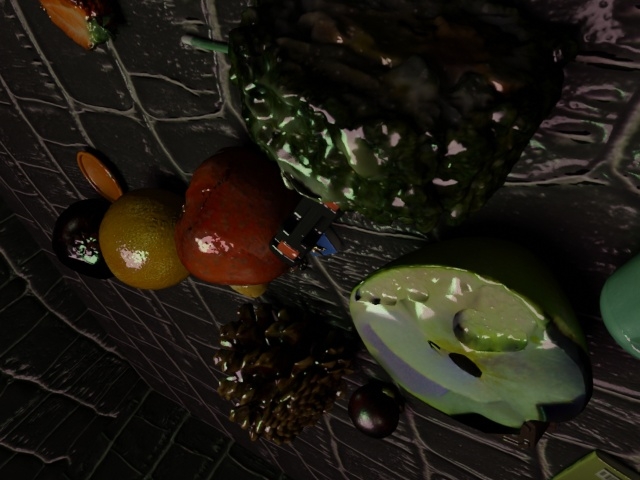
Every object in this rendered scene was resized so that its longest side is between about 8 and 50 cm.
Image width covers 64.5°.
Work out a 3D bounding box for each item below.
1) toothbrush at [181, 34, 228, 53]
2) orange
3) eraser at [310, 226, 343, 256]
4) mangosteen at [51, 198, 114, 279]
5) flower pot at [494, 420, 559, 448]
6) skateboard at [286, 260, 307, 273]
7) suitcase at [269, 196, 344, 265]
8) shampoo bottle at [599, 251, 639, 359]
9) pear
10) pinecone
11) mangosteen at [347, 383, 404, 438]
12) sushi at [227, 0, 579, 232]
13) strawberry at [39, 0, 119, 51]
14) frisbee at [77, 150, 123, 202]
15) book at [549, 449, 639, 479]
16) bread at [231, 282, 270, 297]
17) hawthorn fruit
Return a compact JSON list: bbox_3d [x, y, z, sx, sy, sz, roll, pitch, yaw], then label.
[{"bbox_3d":[-0.148,-0.330,0.880,0.257,0.018,0.024,22,149,26],"label":"toothbrush"},{"bbox_3d":[-0.429,-0.006,1.318,0.274,0.274,0.274,27,144,22],"label":"orange"},{"bbox_3d":[0.000,0.000,1.093,0.084,0.027,0.063,-13,120,51],"label":"eraser"},{"bbox_3d":[-0.724,0.002,1.659,0.287,0.233,0.288,8,156,4],"label":"mangosteen"},{"bbox_3d":[0.359,0.345,1.064,0.250,0.084,0.179,16,139,35],"label":"flower pot"},{"bbox_3d":[-0.085,0.023,1.189,0.080,0.067,0.151,4,138,30],"label":"skateboard"},{"bbox_3d":[0.026,-0.088,0.802,0.066,0.206,0.285,38,148,-3],"label":"suitcase"},{"bbox_3d":[0.452,0.026,0.545,0.221,0.151,0.350,34,147,9],"label":"shampoo bottle"},{"bbox_3d":[0.258,0.134,0.851,0.398,0.165,0.399,27,144,22],"label":"pear"},{"bbox_3d":[-0.118,0.312,1.331,0.384,0.384,0.385,27,144,22],"label":"pinecone"},{"bbox_3d":[0.152,0.451,1.367,0.152,0.152,0.153,27,144,22],"label":"mangosteen"},{"bbox_3d":[0.071,-0.175,0.583,0.351,0.294,0.178,31,150,13],"label":"sushi"},{"bbox_3d":[-0.476,-0.458,1.012,0.192,0.085,0.140,13,145,45],"label":"strawberry"},{"bbox_3d":[-0.663,-0.195,1.549,0.192,0.035,0.192,27,144,22],"label":"frisbee"},{"bbox_3d":[0.631,0.583,1.101,0.239,0.035,0.352,31,146,19],"label":"book"},{"bbox_3d":[-0.188,0.065,1.278,0.149,0.122,0.073,27,156,28],"label":"bread"},{"bbox_3d":[-0.133,-0.026,1.012,0.307,0.276,0.276,24,145,2],"label":"hawthorn fruit"}]
